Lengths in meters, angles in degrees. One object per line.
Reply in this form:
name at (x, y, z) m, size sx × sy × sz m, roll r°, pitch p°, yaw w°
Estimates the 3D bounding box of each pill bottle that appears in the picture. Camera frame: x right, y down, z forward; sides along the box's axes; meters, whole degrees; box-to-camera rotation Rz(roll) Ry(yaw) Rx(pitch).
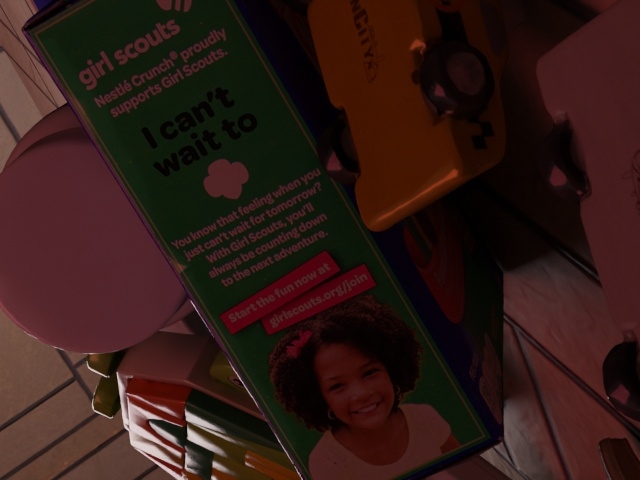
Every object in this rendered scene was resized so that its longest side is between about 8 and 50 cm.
pill bottle at (-0.128, -0.028, 1.102) m, size 0.161 × 0.161 × 0.283 m, roll 57°, pitch -166°, yaw -9°

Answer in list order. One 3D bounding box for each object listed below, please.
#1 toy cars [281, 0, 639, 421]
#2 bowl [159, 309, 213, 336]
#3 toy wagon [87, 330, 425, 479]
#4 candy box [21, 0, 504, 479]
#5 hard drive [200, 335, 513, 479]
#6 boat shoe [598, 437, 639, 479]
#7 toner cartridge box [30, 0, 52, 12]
toy cars at (0.105, -0.054, 0.705) m, size 0.394 × 0.087 × 0.176 m, roll 42°, pitch 127°, yaw 44°
bowl at (-0.142, 0.028, 1.511) m, size 0.298 × 0.134 × 0.297 m, roll 48°, pitch -154°, yaw -33°
toy wagon at (-0.049, 0.136, 1.211) m, size 0.267 × 0.068 × 0.344 m, roll 24°, pitch 158°, yaw 5°
candy box at (-0.015, -0.041, 0.944) m, size 0.317 × 0.122 × 0.268 m, roll 57°, pitch -165°, yaw -13°
hard drive at (0.043, 0.175, 1.342) m, size 0.307 × 0.040 × 0.203 m, roll 39°, pitch 155°, yaw -28°
boat shoe at (0.231, 0.188, 1.025) m, size 0.153 × 0.048 × 0.056 m, roll 59°, pitch -177°, yaw 16°
toner cartridge box at (-0.129, -0.131, 1.333) m, size 0.165 × 0.075 × 0.347 m, roll -90°, pitch -19°, yaw -49°
